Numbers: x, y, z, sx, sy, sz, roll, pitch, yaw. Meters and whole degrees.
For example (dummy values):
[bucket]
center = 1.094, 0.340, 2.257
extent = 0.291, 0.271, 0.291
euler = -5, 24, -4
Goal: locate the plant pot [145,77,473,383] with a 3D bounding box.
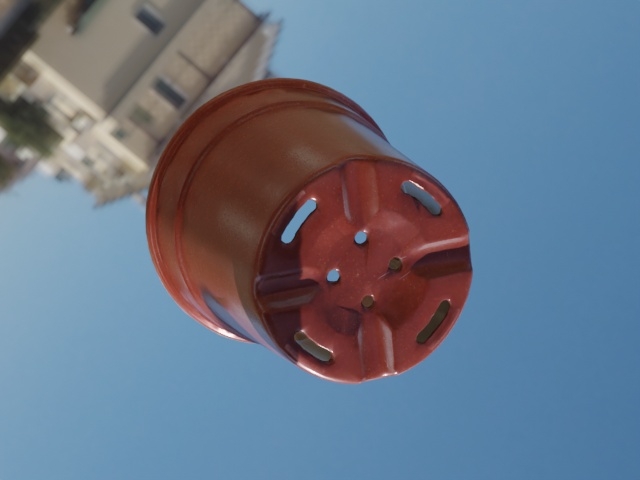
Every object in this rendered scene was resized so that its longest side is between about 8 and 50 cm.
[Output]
[plant pot]
center = 0.000, 0.000, 1.442
extent = 0.272, 0.272, 0.265
euler = -51, -157, -3
